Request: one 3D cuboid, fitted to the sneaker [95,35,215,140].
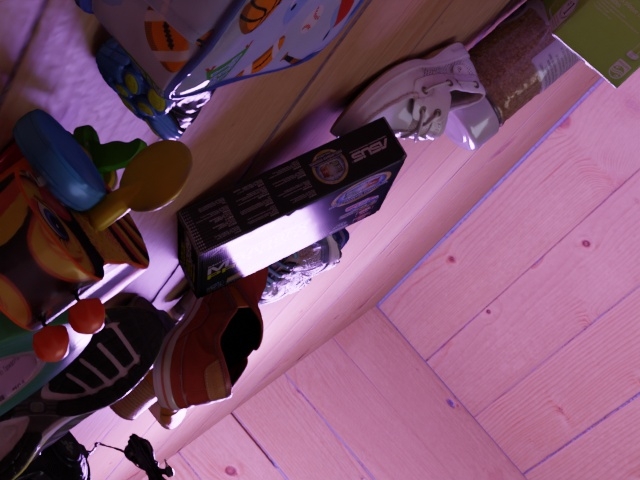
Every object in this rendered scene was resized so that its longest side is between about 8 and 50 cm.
[{"bbox_3d":[-0.112,-0.127,0.903,0.078,0.067,0.188,-50,176,-5],"label":"sneaker"}]

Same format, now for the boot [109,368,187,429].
[{"bbox_3d":[-0.210,0.202,1.995,0.211,0.104,0.295,-41,168,6],"label":"boot"}]

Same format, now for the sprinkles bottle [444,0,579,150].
[{"bbox_3d":[0.309,-0.280,1.758,0.355,0.121,0.121,-40,172,-8],"label":"sprinkles bottle"}]

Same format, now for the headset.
[{"bbox_3d":[-0.391,0.360,1.726,0.394,0.185,0.243,-16,157,-44],"label":"headset"}]

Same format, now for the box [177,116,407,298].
[{"bbox_3d":[-0.041,-0.034,1.493,0.270,0.060,0.216,-26,169,-13],"label":"box"}]

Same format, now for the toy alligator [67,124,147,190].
[{"bbox_3d":[-0.217,-0.037,0.927,0.189,0.051,0.056,-32,161,8],"label":"toy alligator"}]

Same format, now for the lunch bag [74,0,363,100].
[{"bbox_3d":[-0.002,-0.218,0.731,0.303,0.115,0.243,-47,172,34],"label":"lunch bag"}]

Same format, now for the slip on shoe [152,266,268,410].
[{"bbox_3d":[-0.116,0.109,1.601,0.101,0.123,0.331,-2,-154,15],"label":"slip on shoe"}]

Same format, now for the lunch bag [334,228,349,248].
[{"bbox_3d":[0.000,0.000,2.012,0.065,0.067,0.098,-32,167,-49],"label":"lunch bag"}]

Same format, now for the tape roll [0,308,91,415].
[{"bbox_3d":[-0.332,0.116,0.940,0.321,0.077,0.321,-32,172,-5],"label":"tape roll"}]

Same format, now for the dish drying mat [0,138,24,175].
[{"bbox_3d":[-0.227,-0.059,0.897,0.083,0.008,0.032,-43,172,9],"label":"dish drying mat"}]

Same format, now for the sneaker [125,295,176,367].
[{"bbox_3d":[-0.246,0.144,1.607,0.118,0.083,0.222,-35,169,-2],"label":"sneaker"}]

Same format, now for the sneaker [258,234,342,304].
[{"bbox_3d":[-0.059,0.035,1.800,0.122,0.110,0.283,-32,168,-24],"label":"sneaker"}]

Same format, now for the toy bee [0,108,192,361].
[{"bbox_3d":[-0.180,0.010,0.757,0.195,0.162,0.298,-43,160,25],"label":"toy bee"}]

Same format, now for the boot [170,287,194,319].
[{"bbox_3d":[-0.175,0.078,1.733,0.087,0.042,0.118,-39,171,9],"label":"boot"}]

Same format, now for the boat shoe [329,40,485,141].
[{"bbox_3d":[0.125,-0.173,1.572,0.277,0.096,0.098,-32,171,-42],"label":"boat shoe"}]

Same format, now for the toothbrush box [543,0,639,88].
[{"bbox_3d":[0.417,-0.362,1.544,0.283,0.122,0.206,-43,-158,27],"label":"toothbrush box"}]

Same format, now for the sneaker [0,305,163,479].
[{"bbox_3d":[-0.313,0.177,1.478,0.300,0.111,0.121,-36,-178,2],"label":"sneaker"}]
